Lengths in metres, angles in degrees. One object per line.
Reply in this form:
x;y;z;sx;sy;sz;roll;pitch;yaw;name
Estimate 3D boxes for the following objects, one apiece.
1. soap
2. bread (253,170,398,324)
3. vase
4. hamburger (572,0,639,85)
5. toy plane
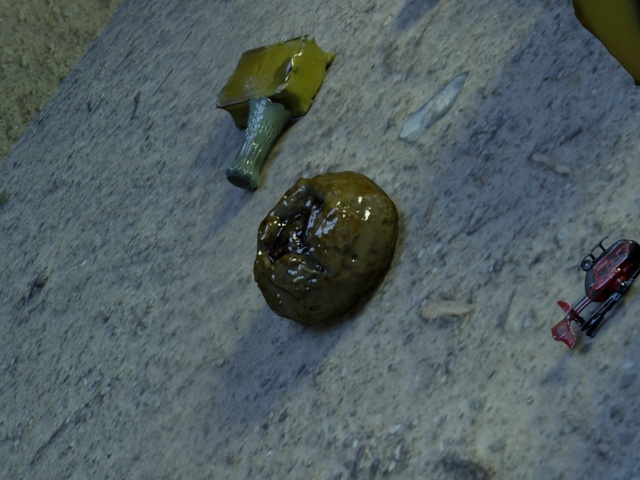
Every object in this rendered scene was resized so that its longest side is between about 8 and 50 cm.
-0.086;-0.284;2.040;0.233;0.076;0.135;-4;54;56;soap
0.000;0.000;1.562;0.230;0.123;0.230;-35;33;27;bread
-0.112;-0.162;1.949;0.081;0.081;0.149;-5;58;54;vase
0.435;-0.271;0.973;0.396;0.395;0.277;-55;28;-2;hamburger
0.288;0.048;1.172;0.145;0.037;0.060;-47;39;3;toy plane
